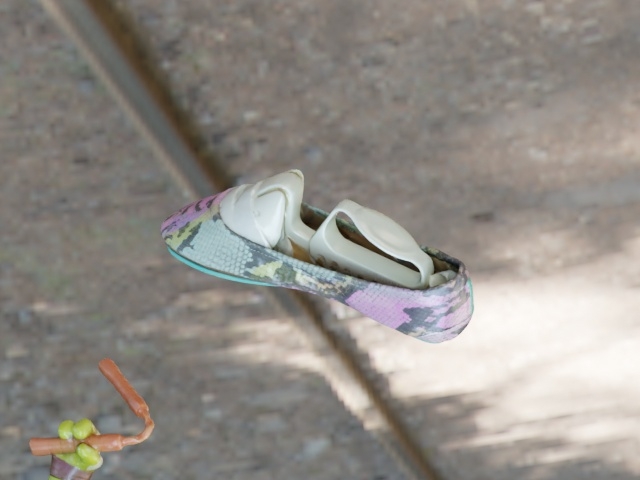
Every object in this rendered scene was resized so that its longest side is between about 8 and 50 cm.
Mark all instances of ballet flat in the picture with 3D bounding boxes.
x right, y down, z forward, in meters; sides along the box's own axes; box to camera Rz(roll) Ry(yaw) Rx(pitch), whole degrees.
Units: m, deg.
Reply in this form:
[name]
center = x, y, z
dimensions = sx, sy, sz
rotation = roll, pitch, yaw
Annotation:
[ballet flat]
center = 0.000, 0.000, 1.158
dimensions = 0.221, 0.077, 0.079
rotation = 20, 134, 14

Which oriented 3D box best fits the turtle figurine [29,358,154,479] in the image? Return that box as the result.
[turtle figurine]
center = -0.163, 0.199, 1.012
dimensions = 0.217, 0.270, 0.087
rotation = -8, 147, -22
